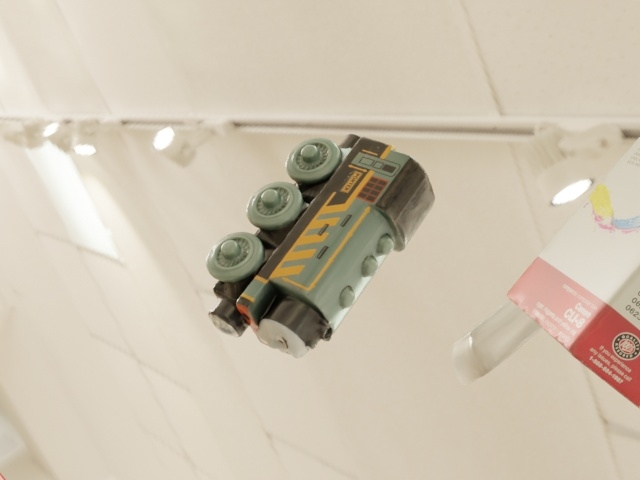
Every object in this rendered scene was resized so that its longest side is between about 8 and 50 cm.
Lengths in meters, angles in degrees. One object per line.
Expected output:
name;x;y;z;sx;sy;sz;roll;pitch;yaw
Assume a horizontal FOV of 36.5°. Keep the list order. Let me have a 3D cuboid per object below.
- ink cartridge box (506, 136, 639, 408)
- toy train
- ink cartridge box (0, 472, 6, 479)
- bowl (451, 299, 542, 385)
ink cartridge box;0.245;0.023;0.660;0.128;0.176;0.127;37;6;-14
toy train;0.000;0.000;1.248;0.190;0.334;0.142;20;-28;34
ink cartridge box;-0.336;0.233;0.772;0.309;0.130;0.272;44;-61;16
bowl;0.227;0.119;1.233;0.053;0.142;0.142;52;-13;9
